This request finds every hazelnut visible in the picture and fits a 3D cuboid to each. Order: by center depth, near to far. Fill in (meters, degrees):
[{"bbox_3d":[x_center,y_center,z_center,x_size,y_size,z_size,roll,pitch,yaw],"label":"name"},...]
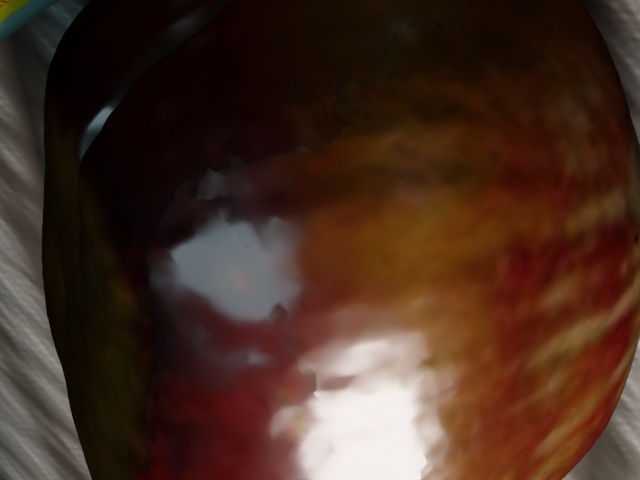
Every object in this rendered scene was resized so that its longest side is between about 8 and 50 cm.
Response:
[{"bbox_3d":[0.000,0.000,1.034,0.402,0.402,0.429,4,116,26],"label":"hazelnut"}]

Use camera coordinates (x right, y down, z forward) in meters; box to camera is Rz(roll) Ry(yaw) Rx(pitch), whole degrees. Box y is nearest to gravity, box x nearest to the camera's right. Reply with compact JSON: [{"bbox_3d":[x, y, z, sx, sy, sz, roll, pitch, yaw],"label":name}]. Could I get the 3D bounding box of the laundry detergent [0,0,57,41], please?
[{"bbox_3d":[-0.219,-0.280,1.014,0.305,0.287,0.287,-26,104,37],"label":"laundry detergent"}]
